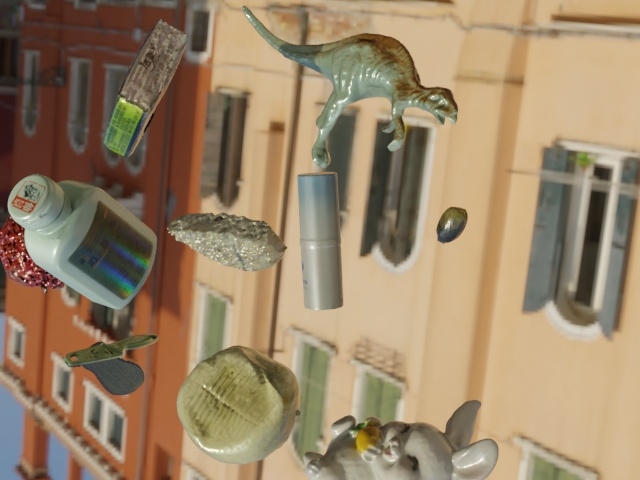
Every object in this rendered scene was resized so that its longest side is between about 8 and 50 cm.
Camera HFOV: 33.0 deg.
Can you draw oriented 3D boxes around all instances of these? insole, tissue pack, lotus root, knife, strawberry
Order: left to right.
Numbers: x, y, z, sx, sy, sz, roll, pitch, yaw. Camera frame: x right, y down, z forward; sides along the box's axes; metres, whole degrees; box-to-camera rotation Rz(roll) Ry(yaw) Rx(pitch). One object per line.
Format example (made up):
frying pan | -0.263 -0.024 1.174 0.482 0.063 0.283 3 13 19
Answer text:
strawberry | -0.489 -0.003 2.001 0.186 0.184 0.201 28 137 -21
insole | -0.432 0.273 2.257 0.005 0.086 0.253 41 172 29
knife | -0.380 0.203 2.010 0.043 0.020 0.293 35 -163 20
tissue pack | -0.313 -0.265 1.912 0.073 0.173 0.235 26 158 -11
lotus root | 0.274 -0.029 2.271 0.054 0.099 0.049 4 -141 -30

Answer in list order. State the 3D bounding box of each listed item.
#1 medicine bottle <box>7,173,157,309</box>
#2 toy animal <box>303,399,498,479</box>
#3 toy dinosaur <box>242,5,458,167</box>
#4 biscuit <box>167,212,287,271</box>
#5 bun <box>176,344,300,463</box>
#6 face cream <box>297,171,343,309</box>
medicine bottle | -0.308 -0.006 1.393 0.083 0.121 0.229 16 163 32
toy animal | 0.135 0.375 1.839 0.325 0.154 0.208 -17 -151 2
toy dinosaur | 0.029 -0.226 1.546 0.092 0.205 0.393 -4 -137 -47
biscuit | -0.195 0.005 2.439 0.281 0.084 0.179 9 153 31
bun | -0.145 0.306 2.021 0.229 0.229 0.145 9 165 15
face cream | 0.000 0.000 2.008 0.077 0.250 0.077 -2 -173 0
